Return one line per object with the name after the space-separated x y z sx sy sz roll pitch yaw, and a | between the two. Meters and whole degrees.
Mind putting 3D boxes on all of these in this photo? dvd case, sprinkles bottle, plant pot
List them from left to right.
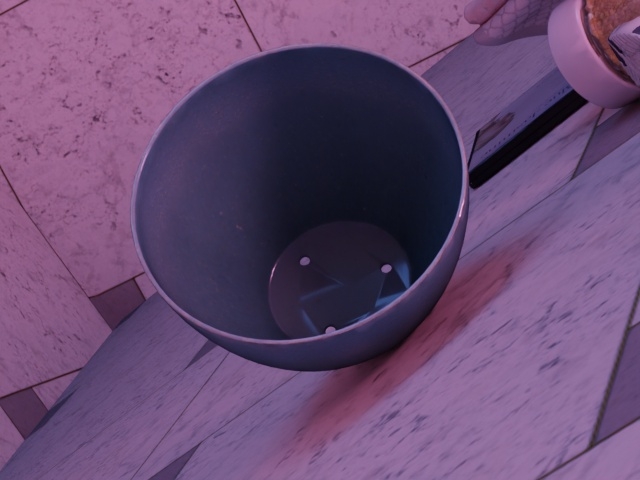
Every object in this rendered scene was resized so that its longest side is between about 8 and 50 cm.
0.000 0.000 1.507 0.290 0.290 0.195 -42 -30 -10 | plant pot
0.248 -0.149 1.981 0.180 0.022 0.253 -38 7 16 | dvd case
0.365 -0.248 1.536 0.355 0.121 0.121 -34 9 45 | sprinkles bottle

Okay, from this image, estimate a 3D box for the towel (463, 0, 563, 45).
0.350 -0.298 1.707 0.331 0.053 0.317 -13 -14 -37 | towel

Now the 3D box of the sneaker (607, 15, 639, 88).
0.342 -0.186 1.387 0.153 0.094 0.235 -40 7 -11 | sneaker
